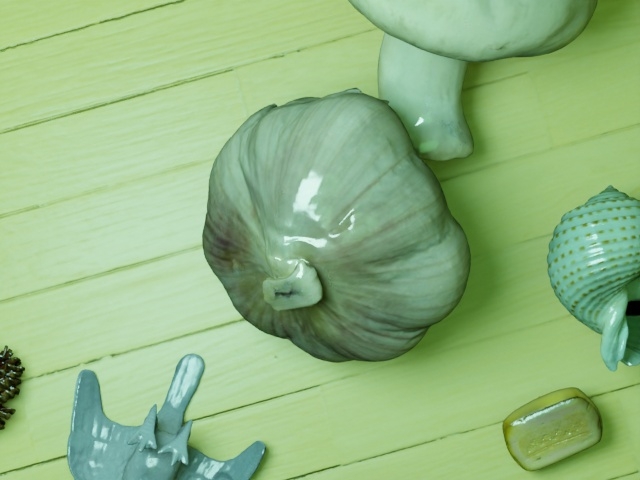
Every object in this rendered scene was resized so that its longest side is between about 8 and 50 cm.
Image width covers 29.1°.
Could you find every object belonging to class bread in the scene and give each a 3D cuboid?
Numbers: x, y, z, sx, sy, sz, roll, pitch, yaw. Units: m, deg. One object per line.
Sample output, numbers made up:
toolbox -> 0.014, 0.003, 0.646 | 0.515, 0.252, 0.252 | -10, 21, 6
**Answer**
bread -> 0.270, 0.216, 1.443 | 0.115, 0.056, 0.082 | -29, 105, 11

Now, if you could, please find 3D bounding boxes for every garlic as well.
garlic -> 0.008, -0.005, 1.361 | 0.241, 0.322, 0.322 | -21, 86, -29

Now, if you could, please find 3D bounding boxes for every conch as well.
conch -> 0.338, 0.039, 1.420 | 0.172, 0.131, 0.200 | 2, 103, -26

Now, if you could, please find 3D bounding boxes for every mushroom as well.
mushroom -> 0.159, -0.285, 1.357 | 0.315, 0.315, 0.356 | -3, 76, 0

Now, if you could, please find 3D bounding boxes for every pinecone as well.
pinecone -> -0.393, 0.175, 1.438 | 0.102, 0.102, 0.109 | 45, 78, 3

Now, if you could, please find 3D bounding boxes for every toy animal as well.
toy animal -> -0.201, 0.256, 1.439 | 0.239, 0.176, 0.255 | 26, 53, -1
